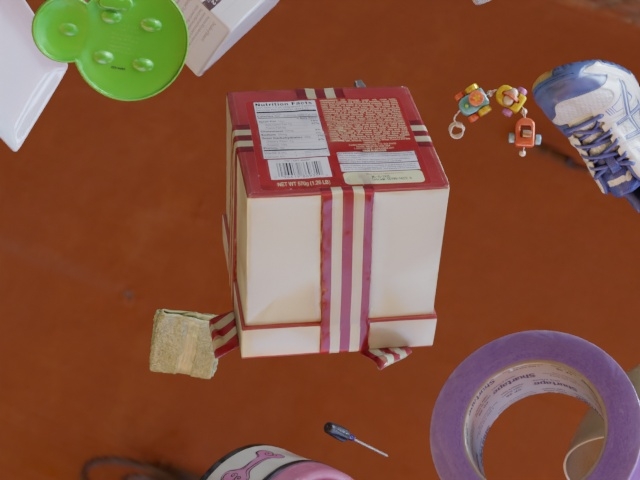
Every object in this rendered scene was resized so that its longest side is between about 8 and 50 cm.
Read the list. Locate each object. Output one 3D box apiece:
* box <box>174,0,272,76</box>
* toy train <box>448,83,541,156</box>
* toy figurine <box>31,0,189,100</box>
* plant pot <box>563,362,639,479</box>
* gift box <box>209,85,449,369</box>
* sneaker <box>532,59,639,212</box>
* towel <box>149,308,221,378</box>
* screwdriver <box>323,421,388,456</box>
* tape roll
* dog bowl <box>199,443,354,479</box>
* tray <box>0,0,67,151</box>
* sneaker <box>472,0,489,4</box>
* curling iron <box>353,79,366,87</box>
[{"bbox_3d":[-0.140,-0.365,1.775,0.181,0.119,0.182,-48,-174,-24],"label":"box"},{"bbox_3d":[0.317,-0.222,2.167,0.046,0.166,0.125,64,35,-83],"label":"toy train"},{"bbox_3d":[-0.254,-0.240,1.363,0.159,0.173,0.130,38,-61,59],"label":"toy figurine"},{"bbox_3d":[0.524,0.287,1.811,0.284,0.284,0.191,99,11,-55],"label":"plant pot"},{"bbox_3d":[0.000,0.000,1.376,0.276,0.255,0.258,-97,-172,-52],"label":"gift box"},{"bbox_3d":[0.381,-0.129,1.561,0.296,0.112,0.131,23,55,-44],"label":"sneaker"},{"bbox_3d":[-0.201,0.155,1.808,0.148,0.110,0.027,108,-13,-46],"label":"towel"},{"bbox_3d":[0.060,0.323,1.960,0.024,0.025,0.170,-38,142,19],"label":"screwdriver"},{"bbox_3d":[0.199,0.182,1.092,0.189,0.189,0.080,-66,152,-18],"label":"tape roll"},{"bbox_3d":[-0.047,0.524,1.880,0.408,0.150,0.408,11,76,-50],"label":"dog bowl"},{"bbox_3d":[-0.401,-0.220,1.536,0.145,0.030,0.270,-61,170,-11],"label":"tray"},{"bbox_3d":[0.162,-0.287,1.249,0.051,0.070,0.134,-26,175,21],"label":"sneaker"},{"bbox_3d":[0.077,-0.127,1.690,0.068,0.035,0.274,100,-20,-50],"label":"curling iron"}]
